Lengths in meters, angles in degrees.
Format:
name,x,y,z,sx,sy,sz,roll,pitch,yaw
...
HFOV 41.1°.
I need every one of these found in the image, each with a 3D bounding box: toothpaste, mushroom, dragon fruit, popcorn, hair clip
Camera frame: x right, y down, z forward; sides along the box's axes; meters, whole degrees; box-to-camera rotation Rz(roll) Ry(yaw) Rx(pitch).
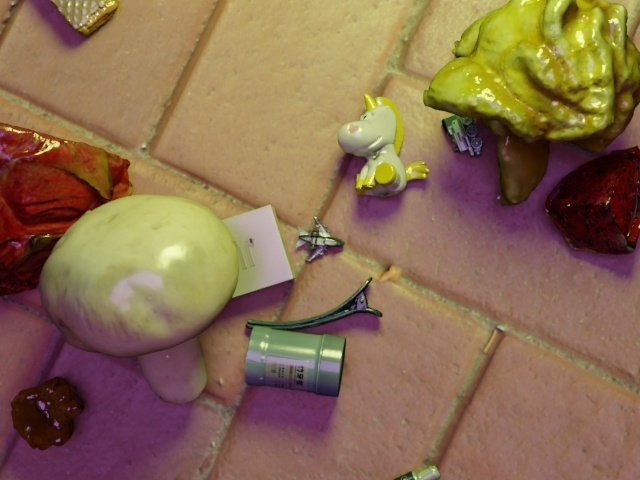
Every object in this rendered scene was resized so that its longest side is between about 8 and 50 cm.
name,x,y,z,sx,sy,sz,roll,pitch,yaw
toothpaste,0.101,0.431,1.416,0.216,0.037,0.062,-29,87,7
mushroom,-0.258,0.099,1.344,0.314,0.314,0.336,-13,125,3
dragon fruit,0.463,-0.067,1.401,0.127,0.120,0.161,10,56,43
popcorn,0.328,-0.241,1.305,0.325,0.290,0.321,0,76,-19
hair clip,-0.014,0.126,1.437,0.229,0.039,0.070,-16,87,4
dragon fruit,-0.483,-0.050,1.438,0.302,0.240,0.330,12,111,-22

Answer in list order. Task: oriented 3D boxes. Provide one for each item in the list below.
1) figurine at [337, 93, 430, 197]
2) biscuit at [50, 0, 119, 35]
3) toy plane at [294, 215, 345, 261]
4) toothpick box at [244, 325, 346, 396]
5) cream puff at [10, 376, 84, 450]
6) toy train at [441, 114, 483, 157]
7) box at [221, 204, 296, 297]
name,x,y,z,sx,sy,sz,roll,pitch,yaw
figurine,0.095,-0.158,1.427,0.129,0.109,0.178,-20,85,-24
biscuit,-0.500,-0.520,1.495,0.094,0.054,0.379,-40,85,1
toy plane,0.000,0.000,1.446,0.083,0.031,0.079,10,103,7
toothpick box,-0.040,0.198,1.404,0.153,0.101,0.101,7,88,6
cream puff,-0.456,0.287,1.437,0.116,0.094,0.122,28,112,8
toy train,0.241,-0.177,1.437,0.053,0.033,0.083,-21,86,8
box,-0.123,0.022,1.443,0.130,0.051,0.129,-18,86,3
